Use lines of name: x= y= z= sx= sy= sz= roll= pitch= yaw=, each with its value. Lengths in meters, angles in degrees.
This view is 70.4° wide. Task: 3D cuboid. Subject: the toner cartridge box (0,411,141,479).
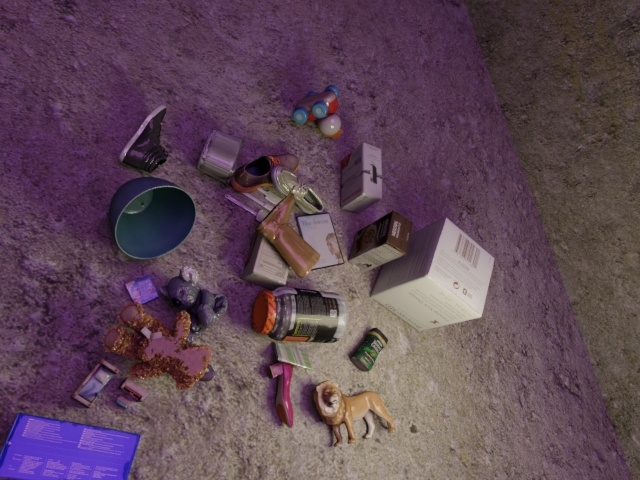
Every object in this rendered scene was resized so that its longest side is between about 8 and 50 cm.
toner cartridge box: x=-0.734 y=0.626 z=1.336 sx=0.347 sy=0.075 sz=0.165 roll=23 pitch=61 yaw=-23

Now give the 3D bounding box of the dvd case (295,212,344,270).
dvd case: x=0.000 y=0.000 z=2.049 sx=0.180 sy=0.022 sz=0.253 roll=-9 pitch=77 yaw=-33

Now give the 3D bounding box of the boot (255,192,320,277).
boot: x=-0.102 y=-0.023 z=1.808 sx=0.269 sy=0.089 sz=0.236 roll=45 pitch=65 yaw=-11

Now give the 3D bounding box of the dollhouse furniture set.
dollhouse furniture set: x=-0.651 y=0.478 z=1.409 sx=0.183 sy=0.129 sz=0.129 roll=39 pitch=57 yaw=-13

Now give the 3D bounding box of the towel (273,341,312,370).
towel: x=-0.110 y=0.457 z=1.771 sx=0.151 sy=0.113 sz=0.023 roll=26 pitch=103 yaw=-22

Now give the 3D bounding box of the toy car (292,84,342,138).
toy car: x=0.012 y=-0.590 z=2.213 sx=0.238 sy=0.210 sz=0.219 roll=63 pitch=34 yaw=-31

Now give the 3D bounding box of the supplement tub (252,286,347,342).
supplement tub: x=-0.081 y=0.292 z=1.777 sx=0.337 sy=0.207 sz=0.207 roll=10 pitch=67 yaw=-28

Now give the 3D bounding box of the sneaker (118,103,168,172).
sneaker: x=-0.642 y=-0.386 z=1.764 sx=0.146 sy=0.104 sz=0.296 roll=32 pitch=64 yaw=-19

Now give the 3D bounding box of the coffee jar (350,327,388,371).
coffee jar: x=0.216 y=0.470 z=1.967 sx=0.096 sy=0.079 sz=0.184 roll=47 pitch=55 yaw=-7

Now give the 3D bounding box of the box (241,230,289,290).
box: x=-0.205 y=0.063 z=1.837 sx=0.148 sy=0.126 sz=0.233 roll=25 pitch=61 yaw=-23

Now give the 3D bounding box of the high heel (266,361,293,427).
high heel: x=-0.120 y=0.576 z=1.732 sx=0.117 sy=0.082 sz=0.244 roll=-10 pitch=70 yaw=-37

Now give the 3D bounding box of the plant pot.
plant pot: x=-0.615 y=-0.108 z=1.593 sx=0.290 sy=0.291 sz=0.195 roll=-25 pitch=50 yaw=-35

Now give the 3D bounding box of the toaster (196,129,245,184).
toaster: x=-0.416 y=-0.344 z=1.867 sx=0.146 sy=0.129 sz=0.227 roll=22 pitch=64 yaw=-18

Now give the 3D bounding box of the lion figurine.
lion figurine: x=0.141 y=0.678 z=1.829 sx=0.391 sy=0.142 sz=0.241 roll=10 pitch=58 yaw=-43

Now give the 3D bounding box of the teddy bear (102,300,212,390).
teddy bear: x=-0.518 y=0.337 z=1.453 sx=0.337 sy=0.113 sz=0.246 roll=15 pitch=68 yaw=-15

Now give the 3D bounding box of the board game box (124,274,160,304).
board game box: x=-0.629 y=0.178 z=1.603 sx=0.090 sy=0.020 sz=0.090 roll=-25 pitch=85 yaw=-35

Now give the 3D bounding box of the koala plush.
koala plush: x=-0.456 y=0.210 z=1.602 sx=0.221 sy=0.196 sz=0.203 roll=47 pitch=27 yaw=-4

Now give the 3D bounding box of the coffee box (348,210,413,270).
coffee box: x=0.266 y=0.008 z=2.038 sx=0.118 sy=0.297 sz=0.168 roll=28 pitch=59 yaw=-19

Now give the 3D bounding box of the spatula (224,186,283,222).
spatula: x=-0.283 y=-0.175 z=1.947 sx=0.241 sy=0.019 sz=0.168 roll=32 pitch=59 yaw=-17

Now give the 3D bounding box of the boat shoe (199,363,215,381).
boat shoe: x=-0.454 y=0.430 z=1.585 sx=0.206 sy=0.065 sz=0.075 roll=38 pitch=57 yaw=-14

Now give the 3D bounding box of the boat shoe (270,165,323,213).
boat shoe: x=-0.093 y=-0.222 z=1.967 sx=0.302 sy=0.094 sz=0.109 roll=40 pitch=61 yaw=-41

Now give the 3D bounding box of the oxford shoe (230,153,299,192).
oxford shoe: x=-0.212 y=-0.311 z=1.965 sx=0.363 sy=0.132 sz=0.130 roll=-31 pitch=86 yaw=-40

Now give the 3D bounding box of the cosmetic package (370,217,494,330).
cosmetic package: x=0.508 y=0.168 z=2.064 sx=0.329 sy=0.393 sz=0.328 roll=35 pitch=57 yaw=-15

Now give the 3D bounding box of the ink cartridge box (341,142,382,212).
ink cartridge box: x=0.194 y=-0.293 z=2.169 sx=0.114 sy=0.197 sz=0.273 roll=14 pitch=65 yaw=-26
